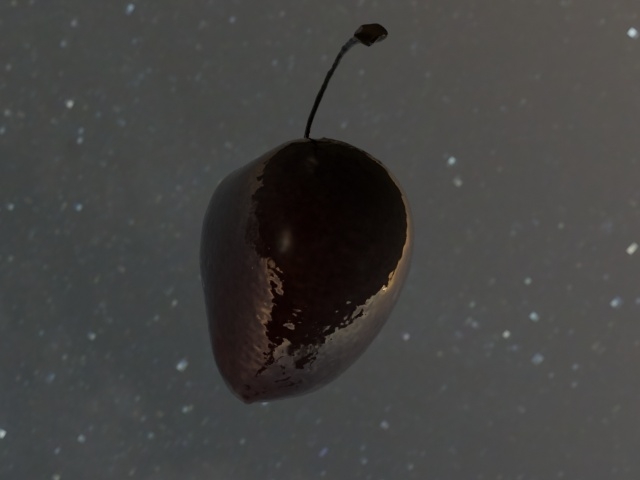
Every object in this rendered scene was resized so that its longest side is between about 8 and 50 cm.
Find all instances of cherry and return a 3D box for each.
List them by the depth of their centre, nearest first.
[{"bbox_3d":[-0.005,0.005,0.726,0.115,0.188,0.148,43,-109,-3],"label":"cherry"}]
